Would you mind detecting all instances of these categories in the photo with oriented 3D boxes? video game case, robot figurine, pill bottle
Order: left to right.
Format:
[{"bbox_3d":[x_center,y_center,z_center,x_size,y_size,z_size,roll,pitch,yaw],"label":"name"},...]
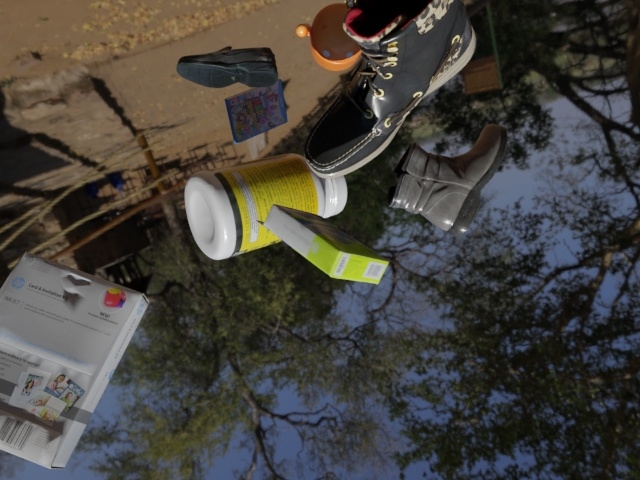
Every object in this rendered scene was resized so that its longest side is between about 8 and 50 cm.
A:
[{"bbox_3d":[-0.161,-0.332,1.327,0.166,0.119,0.015,-31,-138,-28],"label":"video game case"},{"bbox_3d":[-0.112,-0.088,1.147,0.333,0.188,0.187,-18,-176,-33],"label":"pill bottle"},{"bbox_3d":[0.036,-0.458,1.173,0.128,0.158,0.219,-42,-172,5],"label":"robot figurine"}]

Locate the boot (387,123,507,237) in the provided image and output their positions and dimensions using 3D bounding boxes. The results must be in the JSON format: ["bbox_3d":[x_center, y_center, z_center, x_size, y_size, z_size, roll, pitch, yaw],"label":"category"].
[{"bbox_3d":[0.320,-0.196,1.305,0.338,0.222,0.118,-62,-179,-19],"label":"boot"}]

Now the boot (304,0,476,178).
[{"bbox_3d":[0.089,-0.274,0.825,0.377,0.138,0.284,-39,164,8],"label":"boot"}]

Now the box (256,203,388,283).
[{"bbox_3d":[0.000,0.000,0.744,0.109,0.043,0.178,12,-163,-46],"label":"box"}]

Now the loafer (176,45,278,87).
[{"bbox_3d":[-0.158,-0.300,0.881,0.169,0.062,0.062,-1,163,-15],"label":"loafer"}]

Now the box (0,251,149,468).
[{"bbox_3d":[-0.292,0.119,0.543,0.145,0.186,0.038,18,156,4],"label":"box"}]
